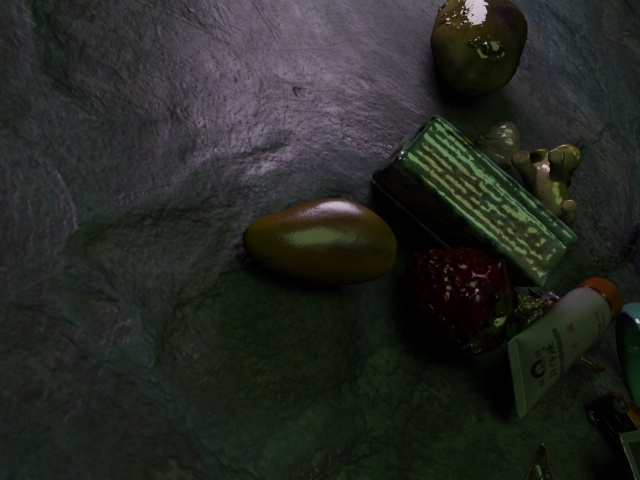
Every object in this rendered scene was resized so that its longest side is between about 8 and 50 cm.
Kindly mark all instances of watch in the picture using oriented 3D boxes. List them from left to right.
[{"bbox_3d":[0.583,0.221,1.442,0.068,0.237,0.195,-12,36,4],"label":"watch"}]

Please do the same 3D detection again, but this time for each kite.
[{"bbox_3d":[0.356,0.420,1.252,0.183,0.014,0.241,15,50,-28],"label":"kite"}]

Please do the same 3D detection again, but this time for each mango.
[{"bbox_3d":[0.000,0.000,1.238,0.253,0.113,0.139,2,61,-26],"label":"mango"}]

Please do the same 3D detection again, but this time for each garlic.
[{"bbox_3d":[0.377,-0.200,1.689,0.094,0.074,0.113,29,61,-30],"label":"garlic"}]

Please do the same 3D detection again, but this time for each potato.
[{"bbox_3d":[0.342,-0.426,1.761,0.210,0.173,0.308,34,42,-14],"label":"potato"}]

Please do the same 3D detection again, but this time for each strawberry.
[{"bbox_3d":[0.212,0.091,1.293,0.186,0.184,0.201,-23,45,-39],"label":"strawberry"}]

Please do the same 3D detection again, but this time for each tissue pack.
[{"bbox_3d":[0.249,-0.059,1.376,0.310,0.228,0.128,40,83,-4],"label":"tissue pack"}]

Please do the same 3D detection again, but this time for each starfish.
[{"bbox_3d":[0.385,0.158,1.448,0.247,0.050,0.138,11,53,-21],"label":"starfish"}]

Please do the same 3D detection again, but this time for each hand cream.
[{"bbox_3d":[0.395,0.156,1.360,0.314,0.089,0.140,-32,117,-37],"label":"hand cream"}]

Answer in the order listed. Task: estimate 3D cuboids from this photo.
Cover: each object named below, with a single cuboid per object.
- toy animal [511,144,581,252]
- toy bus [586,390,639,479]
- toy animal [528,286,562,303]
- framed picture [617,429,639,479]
[{"bbox_3d":[0.468,-0.110,1.652,0.169,0.121,0.233,46,40,-48],"label":"toy animal"},{"bbox_3d":[0.535,0.334,1.406,0.074,0.069,0.162,-18,72,-43],"label":"toy bus"},{"bbox_3d":[0.432,0.103,1.523,0.084,0.050,0.028,17,68,-23],"label":"toy animal"},{"bbox_3d":[0.592,0.445,1.315,0.231,0.018,0.293,4,62,-36],"label":"framed picture"}]
